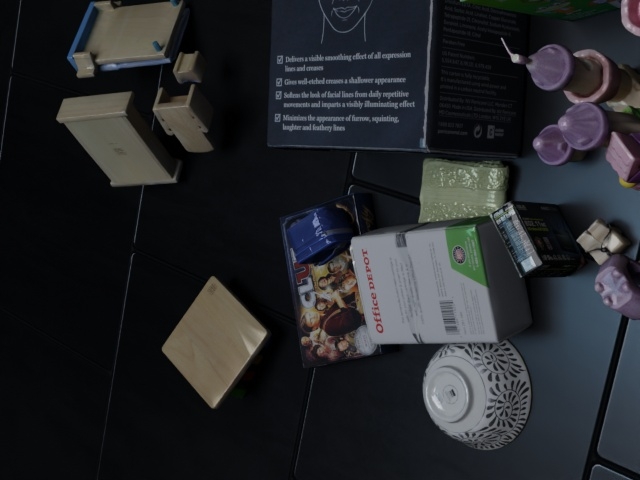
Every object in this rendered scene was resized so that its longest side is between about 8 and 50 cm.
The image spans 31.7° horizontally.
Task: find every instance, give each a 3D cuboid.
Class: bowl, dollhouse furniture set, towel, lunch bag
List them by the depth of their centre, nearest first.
[{"bbox_3d":[0.195,0.206,1.543,0.170,0.080,0.170,0,90,43],"label":"bowl"},{"bbox_3d":[0.197,-0.059,1.567,0.148,0.027,0.110,8,101,43],"label":"towel"},{"bbox_3d":[0.000,0.000,1.673,0.098,0.067,0.065,-35,67,39],"label":"lunch bag"},{"bbox_3d":[-0.276,-0.280,1.994,0.286,0.198,0.303,-2,57,23],"label":"dollhouse furniture set"}]

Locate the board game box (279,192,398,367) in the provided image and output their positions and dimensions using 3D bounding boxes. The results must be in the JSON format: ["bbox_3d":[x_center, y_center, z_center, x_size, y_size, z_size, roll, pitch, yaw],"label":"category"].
[{"bbox_3d":[0.025,0.064,1.727,0.165,0.042,0.243,-18,79,42],"label":"board game box"}]

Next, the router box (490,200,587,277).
[{"bbox_3d":[0.278,-0.001,1.432,0.038,0.122,0.092,-37,67,33],"label":"router box"}]

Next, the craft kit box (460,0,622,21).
[{"bbox_3d":[0.327,-0.316,1.295,0.250,0.247,0.061,-9,83,44],"label":"craft kit box"}]

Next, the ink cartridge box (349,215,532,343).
[{"bbox_3d":[0.162,0.055,1.545,0.219,0.093,0.160,-5,100,44],"label":"ink cartridge box"}]

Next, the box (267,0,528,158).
[{"bbox_3d":[0.104,-0.314,1.529,0.294,0.212,0.395,7,97,43],"label":"box"}]

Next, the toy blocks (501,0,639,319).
[{"bbox_3d":[0.340,-0.099,1.276,0.309,0.260,0.288,-48,60,33],"label":"toy blocks"}]

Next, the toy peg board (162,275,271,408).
[{"bbox_3d":[-0.157,0.174,1.893,0.161,0.079,0.160,42,103,34],"label":"toy peg board"}]
